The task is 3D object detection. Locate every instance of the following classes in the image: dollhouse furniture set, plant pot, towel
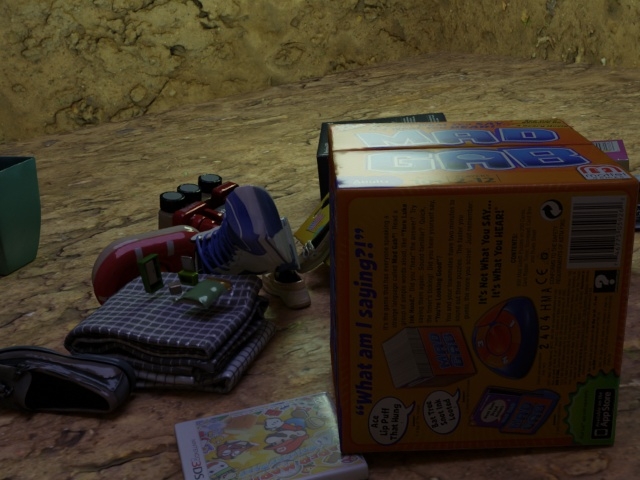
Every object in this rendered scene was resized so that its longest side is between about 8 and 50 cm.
[{"bbox_3d":[-0.220,0.059,1.484,0.151,0.059,0.076,6,26,34],"label":"dollhouse furniture set"},{"bbox_3d":[-0.723,-0.052,2.029,0.165,0.234,0.165,4,21,23],"label":"plant pot"},{"bbox_3d":[-0.239,0.144,1.513,0.283,0.121,0.235,2,22,20],"label":"towel"}]

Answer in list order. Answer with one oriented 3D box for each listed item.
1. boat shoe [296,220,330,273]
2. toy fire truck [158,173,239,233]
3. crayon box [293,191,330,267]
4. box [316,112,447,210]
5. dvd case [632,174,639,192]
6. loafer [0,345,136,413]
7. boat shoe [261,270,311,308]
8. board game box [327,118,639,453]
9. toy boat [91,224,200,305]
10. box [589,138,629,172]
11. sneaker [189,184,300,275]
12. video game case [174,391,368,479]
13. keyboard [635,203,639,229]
[{"bbox_3d":[0.001,0.001,1.735,0.153,0.048,0.056,-40,29,18],"label":"boat shoe"},{"bbox_3d":[-0.215,-0.063,2.073,0.246,0.158,0.217,18,28,26],"label":"toy fire truck"},{"bbox_3d":[0.084,-0.023,1.785,0.202,0.081,0.318,-50,27,0],"label":"crayon box"},{"bbox_3d":[0.157,-0.174,2.195,0.312,0.179,0.343,-3,20,4],"label":"box"},{"bbox_3d":[0.604,-0.120,2.100,0.253,0.022,0.180,3,18,37],"label":"dvd case"},{"bbox_3d":[-0.421,0.219,1.405,0.267,0.096,0.084,-1,26,9],"label":"loafer"},{"bbox_3d":[-0.066,0.074,1.745,0.063,0.059,0.170,-15,22,-24],"label":"boat shoe"},{"bbox_3d":[0.193,0.043,1.278,0.356,0.356,0.356,-2,20,-1],"label":"board game box"},{"bbox_3d":[-0.311,0.076,1.743,0.231,0.151,0.151,-14,50,-21],"label":"toy boat"},{"bbox_3d":[0.438,-0.047,1.658,0.213,0.243,0.117,-2,23,13],"label":"box"},{"bbox_3d":[-0.144,0.016,1.595,0.182,0.127,0.315,-18,-14,3],"label":"sneaker"},{"bbox_3d":[-0.072,0.279,1.228,0.227,0.026,0.206,-10,20,-12],"label":"video game case"},{"bbox_3d":[0.757,-0.066,1.939,0.317,0.033,0.201,0,20,14],"label":"keyboard"}]
